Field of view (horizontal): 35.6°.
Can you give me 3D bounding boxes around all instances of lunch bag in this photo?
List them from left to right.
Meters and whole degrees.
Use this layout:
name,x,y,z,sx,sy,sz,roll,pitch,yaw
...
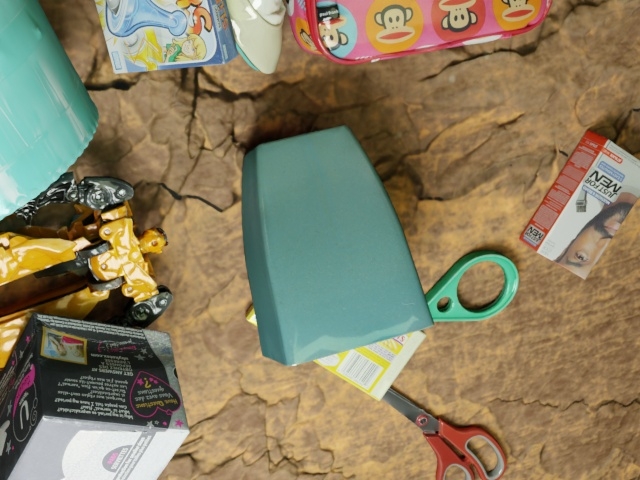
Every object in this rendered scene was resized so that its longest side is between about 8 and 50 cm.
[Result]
name,x,y,z,sx,sy,sz,roll,pitch,yaw
lunch bag,0.101,-0.334,1.067,0.293,0.120,0.258,-13,109,-15

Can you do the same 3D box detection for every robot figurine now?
name,x,y,z,sx,sy,sz,roll,pitch,yaw
robot figurine,-0.307,0.039,1.081,0.291,0.085,0.211,-20,115,-10

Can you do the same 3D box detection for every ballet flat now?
name,x,y,z,sx,sy,sz,roll,pitch,yaw
ballet flat,-0.085,-0.287,1.026,0.086,0.086,0.248,-33,117,-4

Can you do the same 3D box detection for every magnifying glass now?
name,x,y,z,sx,sy,sz,roll,pitch,yaw
magnifying glass,0.150,0.084,1.285,0.231,0.026,0.092,-23,115,-7

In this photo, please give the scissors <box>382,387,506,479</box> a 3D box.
name,x,y,z,sx,sy,sz,roll,pitch,yaw
scissors,0.154,0.243,1.352,0.109,0.021,0.297,-35,116,-1

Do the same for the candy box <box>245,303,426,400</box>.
name,x,y,z,sx,sy,sz,roll,pitch,yaw
candy box,0.020,0.104,1.230,0.206,0.027,0.105,34,93,-16

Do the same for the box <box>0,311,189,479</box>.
name,x,y,z,sx,sy,sz,roll,pitch,yaw
box,-0.268,0.218,1.073,0.163,0.142,0.247,13,129,-31

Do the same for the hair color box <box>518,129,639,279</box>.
name,x,y,z,sx,sy,sz,roll,pitch,yaw
hair color box,0.343,-0.045,1.286,0.093,0.053,0.167,26,101,-26

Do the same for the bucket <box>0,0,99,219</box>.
name,x,y,z,sx,sy,sz,roll,pitch,yaw
bucket,-0.352,-0.131,0.906,0.281,0.281,0.183,-31,121,-5

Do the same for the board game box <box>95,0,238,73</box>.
name,x,y,z,sx,sy,sz,roll,pitch,yaw
board game box,-0.168,-0.272,0.996,0.136,0.035,0.201,-1,116,24

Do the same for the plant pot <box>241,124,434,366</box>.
name,x,y,z,sx,sy,sz,roll,pitch,yaw
plant pot,0.000,0.000,1.113,0.165,0.165,0.234,-14,91,-13
